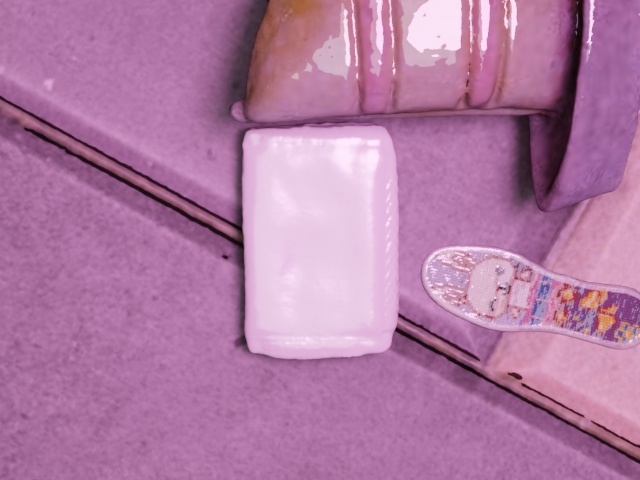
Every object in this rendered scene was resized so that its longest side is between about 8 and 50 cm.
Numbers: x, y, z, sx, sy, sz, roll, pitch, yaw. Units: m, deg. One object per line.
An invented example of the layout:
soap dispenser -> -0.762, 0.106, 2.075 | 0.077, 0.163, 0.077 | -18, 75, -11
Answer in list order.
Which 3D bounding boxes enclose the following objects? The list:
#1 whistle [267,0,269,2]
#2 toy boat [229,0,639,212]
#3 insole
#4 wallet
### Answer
whistle -> 0.009, -0.223, 1.017 | 0.114, 0.077, 0.236 | -7, 101, 5
toy boat -> 0.116, -0.178, 0.976 | 0.293, 0.111, 0.276 | 16, 93, -13
insole -> 0.175, 0.048, 1.086 | 0.197, 0.004, 0.065 | 15, 92, -7
wallet -> 0.000, 0.000, 1.050 | 0.124, 0.032, 0.183 | -2, 96, -6
